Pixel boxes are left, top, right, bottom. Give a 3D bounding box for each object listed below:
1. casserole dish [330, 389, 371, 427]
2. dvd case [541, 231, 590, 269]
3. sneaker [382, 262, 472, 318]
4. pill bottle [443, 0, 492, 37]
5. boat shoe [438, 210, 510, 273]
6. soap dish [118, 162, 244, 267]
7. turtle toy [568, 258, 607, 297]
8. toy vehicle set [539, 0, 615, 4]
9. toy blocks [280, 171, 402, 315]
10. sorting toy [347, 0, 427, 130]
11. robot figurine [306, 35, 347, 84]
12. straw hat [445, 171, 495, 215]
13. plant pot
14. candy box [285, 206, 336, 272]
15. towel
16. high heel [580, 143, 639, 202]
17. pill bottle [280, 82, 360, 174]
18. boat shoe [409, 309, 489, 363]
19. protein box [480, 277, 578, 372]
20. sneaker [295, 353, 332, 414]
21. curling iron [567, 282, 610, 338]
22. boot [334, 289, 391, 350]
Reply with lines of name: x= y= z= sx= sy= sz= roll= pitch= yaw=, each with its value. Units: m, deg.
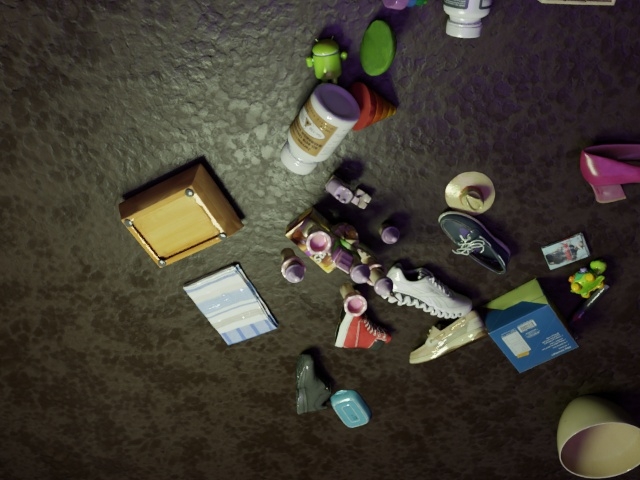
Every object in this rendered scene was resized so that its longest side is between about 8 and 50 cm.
casserole dish: x=0.111 y=0.618 z=2.138 sx=0.114 sy=0.037 sz=0.188 roll=-22 pitch=120 yaw=17
dvd case: x=0.725 y=0.032 z=1.737 sx=0.120 sy=0.013 sz=0.087 roll=-23 pitch=118 yaw=16
sneaker: x=0.332 y=0.153 z=1.791 sx=0.293 sy=0.110 sz=0.118 roll=15 pitch=113 yaw=-7
pill bottle: x=0.335 y=-0.559 z=1.325 sx=0.108 sy=0.108 sz=0.180 roll=3 pitch=123 yaw=1
boat shoe: x=0.442 y=0.010 z=1.694 sx=0.255 sy=0.079 sz=0.095 roll=36 pitch=138 yaw=-19
soap dish: x=-0.403 y=-0.060 z=1.683 sx=0.291 sy=0.118 sz=0.228 roll=-23 pitch=118 yaw=16
turtle toy: x=0.798 y=0.111 z=1.751 sx=0.095 sy=0.066 sz=0.130 roll=26 pitch=121 yaw=-40
toy vehicle set: x=0.594 y=-0.660 z=1.287 sx=0.166 sy=0.035 sz=0.266 roll=4 pitch=123 yaw=1
toy blocks: x=0.082 y=0.036 z=1.584 sx=0.289 sy=0.260 sz=0.308 roll=32 pitch=100 yaw=-20
sorting toy: x=0.173 y=-0.438 z=1.436 sx=0.126 sy=0.127 sz=0.365 roll=-2 pitch=125 yaw=-31
robot figurine: x=0.017 y=-0.441 z=1.443 sx=0.101 sy=0.067 sz=0.115 roll=-8 pitch=122 yaw=2
straw hat: x=0.422 y=-0.115 z=1.633 sx=0.145 sy=0.061 sz=0.144 roll=2 pitch=123 yaw=3
plant pot: x=0.939 y=0.646 z=2.014 sx=0.285 sy=0.190 sz=0.283 roll=1 pitch=122 yaw=2
candy box: x=0.000 y=0.000 z=1.737 sx=0.109 sy=0.053 sz=0.187 roll=-38 pitch=115 yaw=23
towel: x=-0.288 y=0.215 z=1.903 sx=0.209 sy=0.034 sz=0.284 roll=-21 pitch=119 yaw=17
high heel: x=0.867 y=-0.222 z=1.492 sx=0.378 sy=0.127 sz=0.181 roll=-23 pitch=129 yaw=21
pill bottle: x=-0.010 y=-0.275 z=1.494 sx=0.131 sy=0.131 sz=0.229 roll=28 pitch=137 yaw=-14
boat shoe: x=0.399 y=0.315 z=1.893 sx=0.109 sy=0.098 sz=0.302 roll=-3 pitch=154 yaw=-45
protein box: x=0.643 y=0.265 z=1.819 sx=0.200 sy=0.136 sz=0.201 roll=-32 pitch=115 yaw=21
sneaker: x=-0.024 y=0.491 z=2.036 sx=0.130 sy=0.109 sz=0.286 roll=-2 pitch=132 yaw=-3
curling iron: x=0.825 y=0.235 z=1.849 sx=0.068 sy=0.035 sz=0.273 roll=13 pitch=123 yaw=-10
boot: x=0.151 y=0.259 z=1.877 sx=0.177 sy=0.088 sz=0.244 roll=9 pitch=131 yaw=-3
